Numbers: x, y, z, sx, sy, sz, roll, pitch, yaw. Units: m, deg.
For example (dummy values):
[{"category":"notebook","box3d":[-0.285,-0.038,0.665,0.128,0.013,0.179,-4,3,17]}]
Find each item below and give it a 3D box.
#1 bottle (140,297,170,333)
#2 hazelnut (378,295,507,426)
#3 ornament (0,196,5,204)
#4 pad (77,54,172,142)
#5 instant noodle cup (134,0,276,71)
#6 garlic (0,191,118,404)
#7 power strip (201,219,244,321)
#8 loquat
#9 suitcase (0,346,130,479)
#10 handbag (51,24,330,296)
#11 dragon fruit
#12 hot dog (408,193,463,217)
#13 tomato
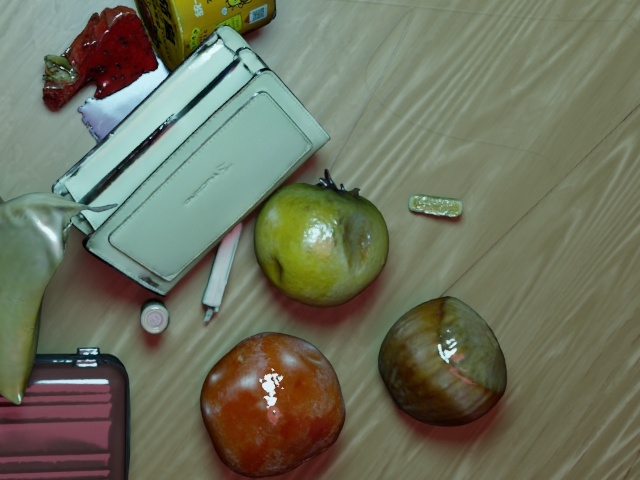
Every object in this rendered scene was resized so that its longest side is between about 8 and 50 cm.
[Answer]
[{"category":"bottle","box3d":[-0.257,0.116,1.509,0.045,0.096,0.045,-1,95,-11]},{"category":"hazelnut","box3d":[0.198,0.203,1.579,0.214,0.176,0.214,0,91,24]},{"category":"ornament","box3d":[-0.567,-0.029,1.379,0.217,0.235,0.221,-36,108,-13]},{"category":"pad","box3d":[-0.203,-0.170,1.539,0.269,0.012,0.269,-35,101,-6]},{"category":"instant noodle cup","box3d":[-0.174,-0.376,1.437,0.172,0.216,0.216,-23,99,-18]},{"category":"garlic","box3d":[-0.394,0.042,1.318,0.196,0.151,0.338,37,107,23]},{"category":"power strip","box3d":[-0.157,0.038,1.549,0.030,0.047,0.191,17,91,-8]},{"category":"loquat","box3d":[0.005,0.002,1.499,0.213,0.213,0.213,-1,95,-12]},{"category":"suitcase","box3d":[-0.435,0.284,1.455,0.297,0.161,0.236,1,95,-12]},{"category":"handbag","box3d":[-0.181,-0.107,1.430,0.358,0.160,0.237,-43,139,2]},{"category":"dragon fruit","box3d":[-0.348,-0.276,1.480,0.192,0.092,0.122,-42,144,-2]},{"category":"hot dog","box3d":[0.192,-0.060,1.620,0.090,0.034,0.030,8,105,6]},{"category":"tomato","box3d":[-0.074,0.254,1.514,0.231,0.188,0.232,-1,93,-13]}]
